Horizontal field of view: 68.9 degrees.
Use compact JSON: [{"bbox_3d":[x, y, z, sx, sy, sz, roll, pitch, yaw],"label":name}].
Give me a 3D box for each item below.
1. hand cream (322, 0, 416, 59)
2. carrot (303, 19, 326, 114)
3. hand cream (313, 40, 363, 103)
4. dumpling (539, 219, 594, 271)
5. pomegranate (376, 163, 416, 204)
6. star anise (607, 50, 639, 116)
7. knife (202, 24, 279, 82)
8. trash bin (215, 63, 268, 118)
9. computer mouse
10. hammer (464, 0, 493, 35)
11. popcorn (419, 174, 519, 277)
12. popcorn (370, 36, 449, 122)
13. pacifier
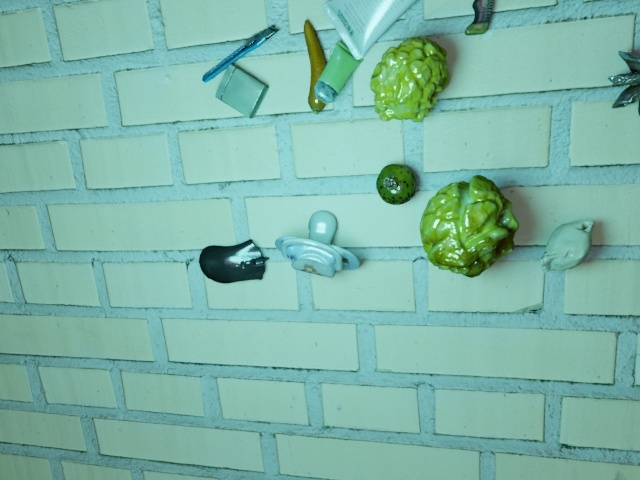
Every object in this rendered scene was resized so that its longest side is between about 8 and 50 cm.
[{"bbox_3d":[0.192,-0.684,1.280,0.358,0.118,0.186,-32,97,26],"label":"hand cream"},{"bbox_3d":[-0.010,-0.514,1.388,0.062,0.066,0.272,-8,103,-30],"label":"carrot"},{"bbox_3d":[0.045,-0.483,1.358,0.095,0.046,0.175,31,81,-11],"label":"hand cream"},{"bbox_3d":[0.701,0.022,1.329,0.199,0.136,0.118,-33,59,-1],"label":"dumpling"},{"bbox_3d":[0.219,-0.164,1.386,0.130,0.130,0.131,3,104,12],"label":"pomegranate"},{"bbox_3d":[0.853,-0.431,1.193,0.208,0.089,0.232,-17,111,8],"label":"star anise"},{"bbox_3d":[-0.252,-0.573,1.436,0.296,0.026,0.044,-29,65,18],"label":"knife"},{"bbox_3d":[-0.245,-0.462,1.450,0.129,0.059,0.116,33,110,2],"label":"trash bin"},{"bbox_3d":[-0.304,0.083,1.590,0.263,0.088,0.147,-11,103,12],"label":"computer mouse"},{"bbox_3d":[0.435,-0.674,1.253,0.158,0.041,0.227,4,104,14],"label":"hammer"},{"bbox_3d":[0.416,-0.032,1.306,0.281,0.282,0.247,-23,62,17],"label":"popcorn"},{"bbox_3d":[0.250,-0.432,1.282,0.181,0.216,0.235,37,118,30],"label":"popcorn"},{"bbox_3d":[0.000,0.000,1.470,0.278,0.227,0.208,13,66,9],"label":"pacifier"}]
